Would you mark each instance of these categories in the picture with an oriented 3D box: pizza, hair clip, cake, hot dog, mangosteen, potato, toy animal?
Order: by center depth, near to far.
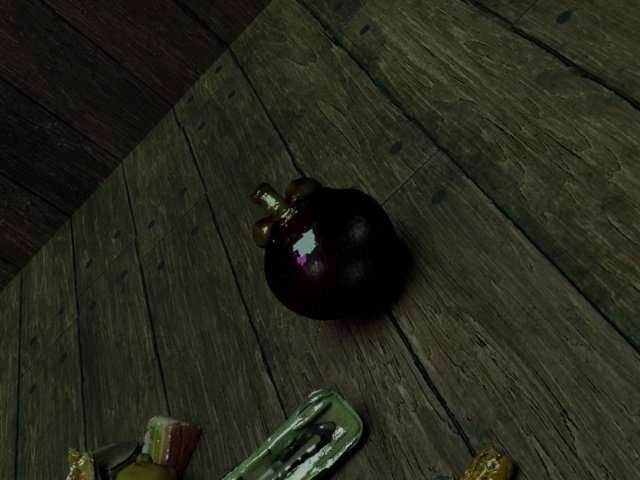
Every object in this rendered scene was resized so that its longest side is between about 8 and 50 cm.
[{"bbox_3d":[0.236,0.400,1.228,0.165,0.045,0.071,-54,36,-5],"label":"hot dog"},{"bbox_3d":[-0.061,0.417,1.487,0.321,0.138,0.091,-41,-5,-3],"label":"hair clip"},{"bbox_3d":[0.016,0.010,1.623,0.297,0.293,0.297,-10,18,3],"label":"mangosteen"},{"bbox_3d":[-0.367,0.579,1.646,0.169,0.195,0.281,-18,54,-4],"label":"toy animal"},{"bbox_3d":[-0.517,0.635,1.764,0.087,0.268,0.258,-11,21,-13],"label":"pizza"},{"bbox_3d":[-0.370,0.507,1.799,0.109,0.090,0.225,5,65,44],"label":"cake"},{"bbox_3d":[-0.477,0.555,1.903,0.120,0.100,0.261,-24,5,-29],"label":"potato"}]

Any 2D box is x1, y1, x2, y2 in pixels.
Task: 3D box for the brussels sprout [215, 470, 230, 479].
[{"bbox_3d":[-0.192,0.539,1.521,0.100,0.139,0.181,26,76,48],"label":"brussels sprout"}]
